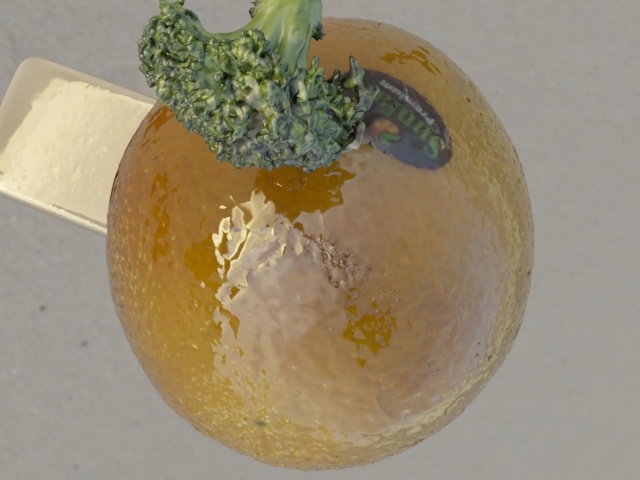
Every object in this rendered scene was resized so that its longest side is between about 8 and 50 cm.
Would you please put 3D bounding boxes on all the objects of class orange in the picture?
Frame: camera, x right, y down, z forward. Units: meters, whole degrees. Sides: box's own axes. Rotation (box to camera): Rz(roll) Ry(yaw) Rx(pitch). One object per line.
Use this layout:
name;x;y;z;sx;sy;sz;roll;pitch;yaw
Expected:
orange;0.000;0.000;0.877;0.274;0.274;0.274;-19;126;-28

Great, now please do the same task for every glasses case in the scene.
glasses case;-0.151;-0.056;1.369;0.076;0.336;0.144;37;75;-77

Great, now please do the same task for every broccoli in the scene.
broccoli;-0.031;-0.080;0.685;0.095;0.097;0.092;47;59;-60
